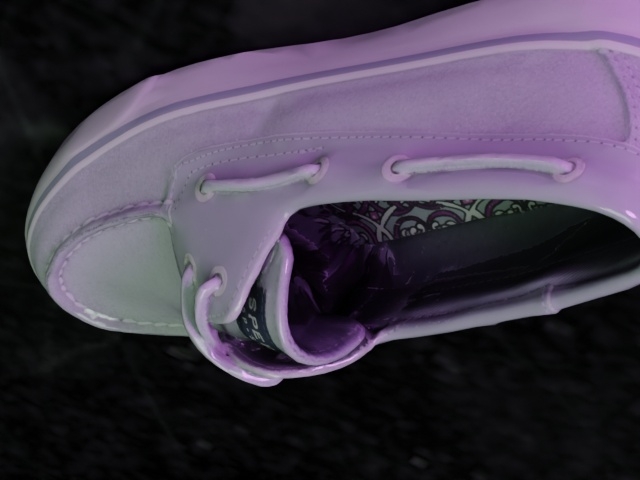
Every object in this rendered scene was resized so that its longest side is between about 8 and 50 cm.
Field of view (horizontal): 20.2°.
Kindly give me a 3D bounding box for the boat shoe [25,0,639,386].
[{"bbox_3d":[0.000,0.000,0.394,0.184,0.063,0.066,-9,134,32],"label":"boat shoe"}]
